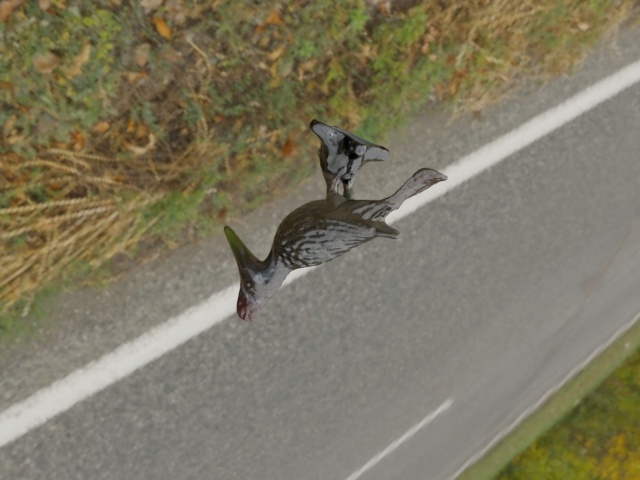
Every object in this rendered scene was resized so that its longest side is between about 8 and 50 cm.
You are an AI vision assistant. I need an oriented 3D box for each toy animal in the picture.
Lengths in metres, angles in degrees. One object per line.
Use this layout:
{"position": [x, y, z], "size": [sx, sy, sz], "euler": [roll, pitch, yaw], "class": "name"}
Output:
{"position": [-0.002, -0.011, 0.682], "size": [0.202, 0.105, 0.070], "euler": [-44, 157, 16], "class": "toy animal"}
